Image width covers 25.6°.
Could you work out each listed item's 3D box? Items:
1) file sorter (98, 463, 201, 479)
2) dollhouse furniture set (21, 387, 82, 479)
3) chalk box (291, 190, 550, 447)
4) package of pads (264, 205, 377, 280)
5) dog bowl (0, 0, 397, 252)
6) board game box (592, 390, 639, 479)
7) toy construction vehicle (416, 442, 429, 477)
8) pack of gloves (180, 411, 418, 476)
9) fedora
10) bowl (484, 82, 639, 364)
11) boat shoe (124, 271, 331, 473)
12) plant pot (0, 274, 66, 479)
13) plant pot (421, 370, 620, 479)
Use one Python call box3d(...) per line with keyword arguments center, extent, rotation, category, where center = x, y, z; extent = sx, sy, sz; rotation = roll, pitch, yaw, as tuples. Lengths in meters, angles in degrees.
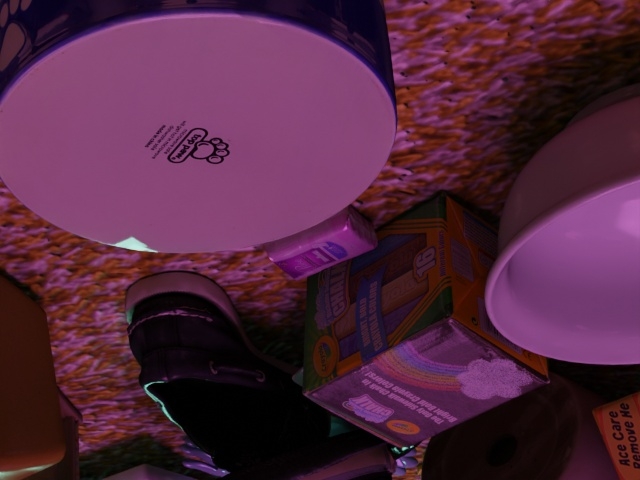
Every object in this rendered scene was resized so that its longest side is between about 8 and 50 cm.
box3d(center=(-0.186, 0.383, 1.588), extent=(0.193, 0.173, 0.277), rotation=(-21, 153, 22), category="file sorter")
box3d(center=(-0.319, 0.252, 1.375), extent=(0.161, 0.182, 0.101), rotation=(-11, 148, 7), category="dollhouse furniture set")
box3d(center=(0.071, 0.081, 1.205), extent=(0.213, 0.132, 0.132), rotation=(-30, 132, 35), category="chalk box")
box3d(center=(0.000, 0.000, 1.170), extent=(0.083, 0.032, 0.050), rotation=(-22, 142, 24), category="package of pads")
box3d(center=(-0.084, -0.102, 0.922), extent=(0.265, 0.104, 0.265), rotation=(-4, 149, -3), category="dog bowl")
box3d(center=(0.523, 0.234, 1.234), extent=(0.356, 0.356, 0.356), rotation=(-28, 165, 31), category="board game box")
box3d(center=(0.156, 0.259, 1.612), extent=(0.086, 0.035, 0.098), rotation=(4, 147, -16), category="toy construction vehicle")
box3d(center=(-0.023, 0.222, 1.530), extent=(0.232, 0.046, 0.195), rotation=(29, 134, -29), category="pack of gloves")
box3d(center=(-0.017, 0.292, 1.343), extent=(0.334, 0.152, 0.334), rotation=(-19, 166, -5), category="fedora")
box3d(center=(0.261, -0.029, 1.073), extent=(0.298, 0.134, 0.298), rotation=(-5, 149, -3), category="bowl")
box3d(center=(-0.078, 0.160, 1.322), extent=(0.127, 0.113, 0.340), rotation=(-13, 143, 11), category="boat shoe")
box3d(center=(-0.336, 0.129, 1.173), extent=(0.212, 0.212, 0.187), rotation=(-27, 155, 29), category="plant pot")
box3d(center=(0.255, 0.286, 1.463), extent=(0.323, 0.323, 0.280), rotation=(-26, 127, 29), category="plant pot")
